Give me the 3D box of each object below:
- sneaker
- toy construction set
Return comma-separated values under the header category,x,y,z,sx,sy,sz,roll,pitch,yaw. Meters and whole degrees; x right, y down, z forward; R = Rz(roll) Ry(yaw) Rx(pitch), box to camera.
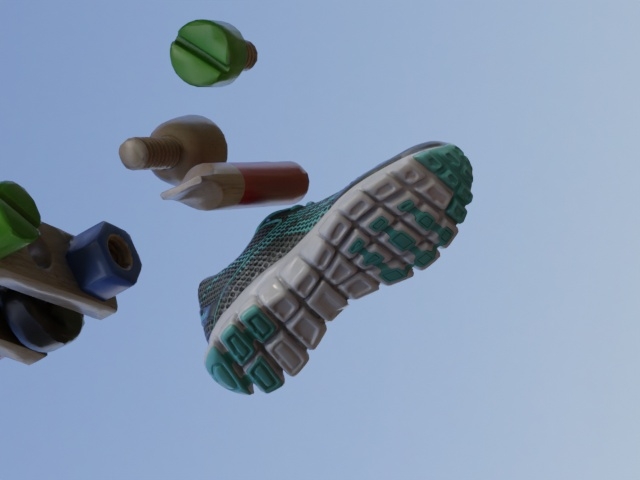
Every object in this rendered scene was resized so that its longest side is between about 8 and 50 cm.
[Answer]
category,x,y,z,sx,sy,sz,roll,pitch,yaw
sneaker,0.000,0.000,0.978,0.065,0.166,0.076,49,-175,-36
toy construction set,-0.189,-0.046,0.980,0.237,0.309,0.257,-9,-80,-70
